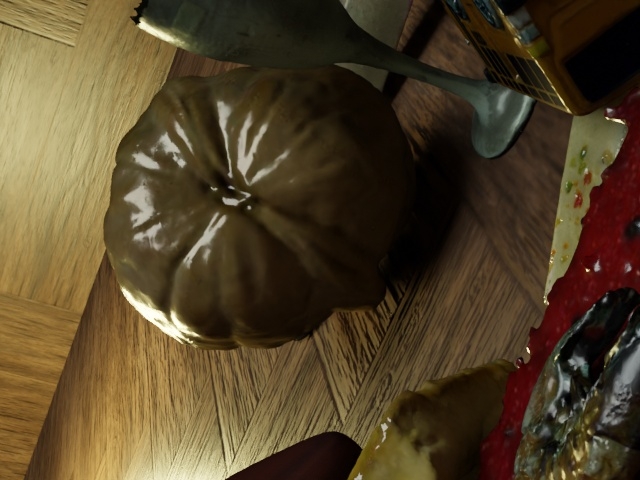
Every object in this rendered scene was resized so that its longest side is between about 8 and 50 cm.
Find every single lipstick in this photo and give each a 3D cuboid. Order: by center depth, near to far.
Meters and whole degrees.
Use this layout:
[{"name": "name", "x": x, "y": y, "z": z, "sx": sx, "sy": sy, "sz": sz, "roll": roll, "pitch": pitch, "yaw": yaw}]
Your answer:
[{"name": "lipstick", "x": 0.056, "y": -0.248, "z": 1.092, "sx": 0.317, "sy": 0.068, "sz": 0.066, "roll": 108, "pitch": 171, "yaw": -45}]

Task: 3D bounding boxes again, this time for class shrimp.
[{"name": "shrimp", "x": 0.124, "y": 0.052, "z": 0.459, "sx": 0.161, "sy": 0.034, "sz": 0.091, "roll": -61, "pitch": 23, "yaw": 24}]

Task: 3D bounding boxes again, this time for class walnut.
[{"name": "walnut", "x": -0.054, "y": -0.033, "z": 0.995, "sx": 0.296, "sy": 0.285, "sz": 0.285, "roll": -45, "pitch": 22, "yaw": 4}]

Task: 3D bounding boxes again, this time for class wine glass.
[{"name": "wine glass", "x": 0.022, "y": -0.107, "z": 0.772, "sx": 0.264, "sy": 0.309, "sz": 0.096, "roll": -100, "pitch": 32, "yaw": -54}]

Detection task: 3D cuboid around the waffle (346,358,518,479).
[{"name": "waffle", "x": 0.045, "y": 0.209, "z": 0.675, "sx": 0.057, "sy": 0.168, "sz": 0.274, "roll": 32, "pitch": 109, "yaw": 26}]

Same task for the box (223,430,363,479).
[{"name": "box", "x": -0.081, "y": 0.285, "z": 0.902, "sx": 0.263, "sy": 0.108, "sz": 0.404, "roll": -41, "pitch": 0, "yaw": -29}]

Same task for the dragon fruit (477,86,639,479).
[{"name": "dragon fruit", "x": 0.168, "y": 0.116, "z": 0.466, "sx": 0.344, "sy": 0.100, "sz": 0.282, "roll": -67, "pitch": 18, "yaw": 10}]

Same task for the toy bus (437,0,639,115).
[{"name": "toy bus", "x": 0.151, "y": -0.152, "z": 0.705, "sx": 0.098, "sy": 0.114, "sz": 0.201, "roll": -35, "pitch": 14, "yaw": 4}]

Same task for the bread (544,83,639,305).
[{"name": "bread", "x": 0.179, "y": -0.028, "z": 0.694, "sx": 0.068, "sy": 0.028, "sz": 0.154, "roll": 170, "pitch": 114, "yaw": -68}]

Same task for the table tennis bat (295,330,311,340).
[{"name": "table tennis bat", "x": 0.000, "y": 0.000, "z": 1.209, "sx": 0.150, "sy": 0.027, "sz": 0.236, "roll": -126, "pitch": 54, "yaw": -69}]

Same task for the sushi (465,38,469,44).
[{"name": "sushi", "x": 0.164, "y": -0.385, "z": 0.984, "sx": 0.292, "sy": 0.059, "sz": 0.294, "roll": 124, "pitch": 151, "yaw": -44}]
